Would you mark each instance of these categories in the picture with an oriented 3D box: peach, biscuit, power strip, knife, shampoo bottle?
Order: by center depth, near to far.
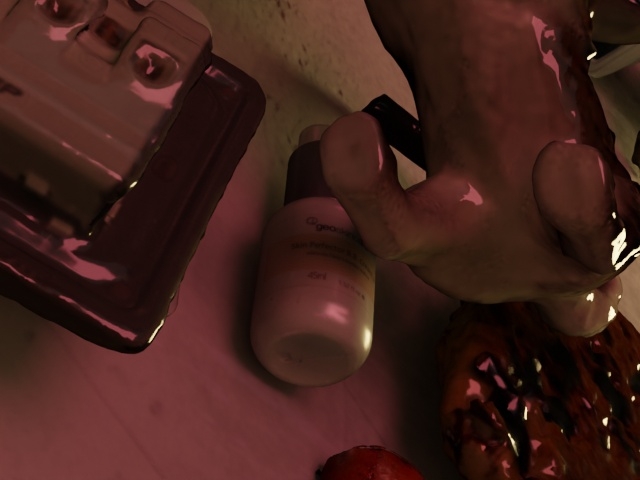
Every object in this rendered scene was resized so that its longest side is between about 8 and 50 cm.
[{"bbox_3d":[-0.151,-0.094,0.729,0.257,0.092,0.251,32,43,-10],"label":"power strip"},{"bbox_3d":[0.040,0.160,0.860,0.077,0.050,0.083,1,60,-54],"label":"peach"},{"bbox_3d":[0.000,0.000,0.907,0.074,0.074,0.192,38,39,-30],"label":"shampoo bottle"},{"bbox_3d":[0.185,0.150,1.032,0.289,0.081,0.334,58,29,2],"label":"biscuit"},{"bbox_3d":[0.120,-0.026,1.064,0.230,0.028,0.060,37,32,1],"label":"knife"}]

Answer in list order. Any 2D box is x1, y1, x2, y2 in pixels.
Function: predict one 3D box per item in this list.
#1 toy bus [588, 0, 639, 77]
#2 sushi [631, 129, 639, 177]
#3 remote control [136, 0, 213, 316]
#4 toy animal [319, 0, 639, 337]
[{"bbox_3d":[0.308,-0.279,1.488,0.165,0.133,0.271,52,33,-7],"label":"toy bus"},{"bbox_3d":[0.425,-0.133,1.474,0.213,0.200,0.204,46,29,17],"label":"sushi"},{"bbox_3d":[-0.116,-0.067,0.841,0.103,0.034,0.250,34,41,-32],"label":"remote control"},{"bbox_3d":[0.123,-0.109,0.939,0.302,0.194,0.344,32,53,-59],"label":"toy animal"}]
